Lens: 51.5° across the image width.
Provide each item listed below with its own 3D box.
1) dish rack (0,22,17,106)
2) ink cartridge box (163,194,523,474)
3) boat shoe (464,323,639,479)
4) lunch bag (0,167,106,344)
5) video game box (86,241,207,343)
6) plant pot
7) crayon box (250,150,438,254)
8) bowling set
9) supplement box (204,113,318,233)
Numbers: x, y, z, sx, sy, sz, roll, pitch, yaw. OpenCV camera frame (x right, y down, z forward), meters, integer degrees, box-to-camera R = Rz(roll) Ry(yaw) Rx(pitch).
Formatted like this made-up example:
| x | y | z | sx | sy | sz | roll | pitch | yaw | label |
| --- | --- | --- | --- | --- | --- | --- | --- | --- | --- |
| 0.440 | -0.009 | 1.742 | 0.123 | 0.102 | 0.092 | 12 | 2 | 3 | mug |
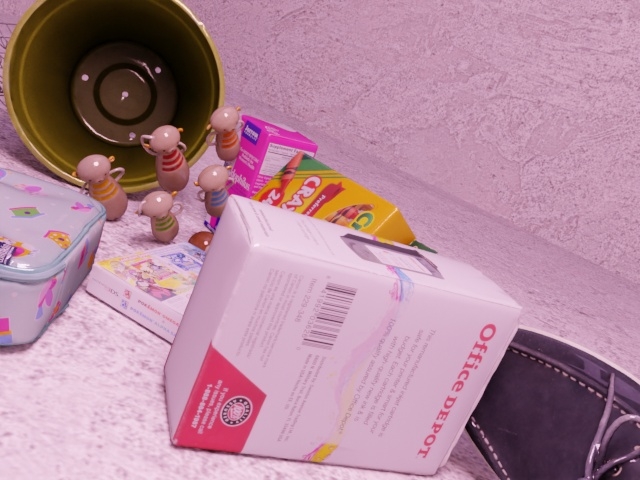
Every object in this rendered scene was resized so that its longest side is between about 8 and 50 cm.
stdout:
| x | y | z | sx | sy | sz | roll | pitch | yaw | label |
| --- | --- | --- | --- | --- | --- | --- | --- | --- | --- |
| -0.650 | -0.342 | 1.311 | 0.074 | 0.208 | 0.271 | 48 | 32 | 17 | dish rack |
| 0.017 | 0.108 | 0.693 | 0.306 | 0.226 | 0.131 | 15 | 19 | -26 | ink cartridge box |
| 0.284 | 0.249 | 0.618 | 0.156 | 0.187 | 0.500 | 24 | 19 | -46 | boat shoe |
| -0.376 | 0.000 | 0.733 | 0.224 | 0.108 | 0.279 | 20 | 17 | -8 | lunch bag |
| -0.169 | 0.072 | 0.881 | 0.187 | 0.048 | 0.205 | 30 | 17 | 16 | video game box |
| -0.388 | -0.293 | 1.304 | 0.366 | 0.366 | 0.353 | 17 | 5 | -16 | plant pot |
| 0.000 | 0.000 | 1.020 | 0.318 | 0.202 | 0.081 | 35 | -13 | 46 | crayon box |
| -0.203 | -0.076 | 1.024 | 0.200 | 0.287 | 0.154 | 52 | -18 | 18 | bowling set |
| -0.108 | -0.098 | 1.187 | 0.114 | 0.220 | 0.111 | 8 | 21 | -40 | supplement box |
